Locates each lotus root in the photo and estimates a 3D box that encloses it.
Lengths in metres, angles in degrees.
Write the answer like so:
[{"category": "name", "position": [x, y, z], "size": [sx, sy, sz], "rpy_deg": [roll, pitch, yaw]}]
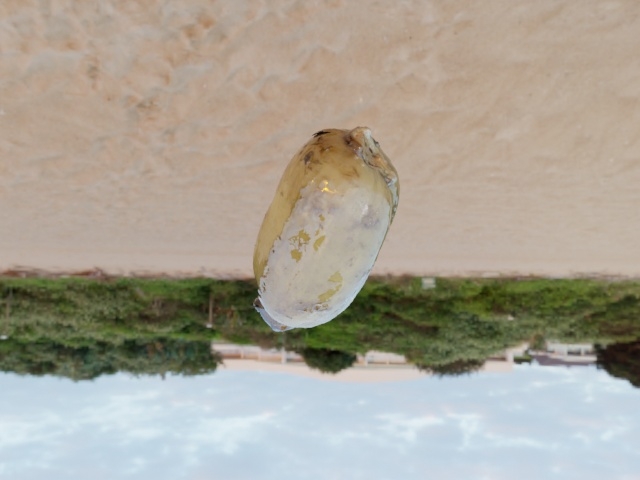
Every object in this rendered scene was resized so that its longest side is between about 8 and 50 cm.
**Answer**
[{"category": "lotus root", "position": [0.000, 0.000, 0.804], "size": [0.146, 0.284, 0.160], "rpy_deg": [40, -146, 16]}]
